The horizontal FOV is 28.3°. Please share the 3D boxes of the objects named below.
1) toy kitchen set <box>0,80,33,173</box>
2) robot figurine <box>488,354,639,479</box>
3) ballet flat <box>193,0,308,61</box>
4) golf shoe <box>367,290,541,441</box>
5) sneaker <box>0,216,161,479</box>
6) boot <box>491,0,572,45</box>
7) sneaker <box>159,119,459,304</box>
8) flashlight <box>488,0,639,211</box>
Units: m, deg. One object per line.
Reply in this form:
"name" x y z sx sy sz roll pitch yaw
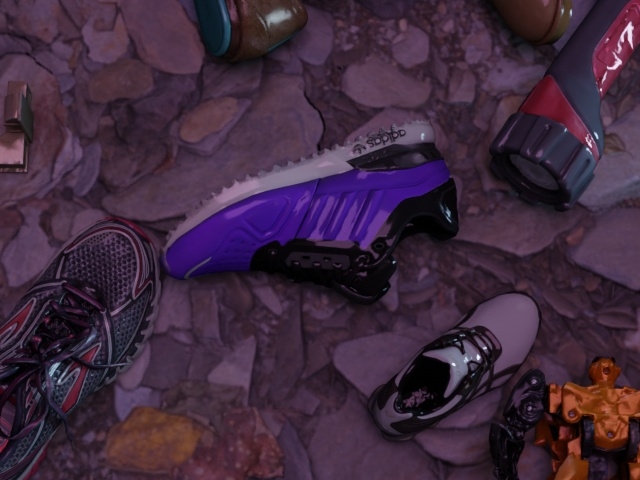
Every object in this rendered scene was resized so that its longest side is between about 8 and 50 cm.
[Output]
"toy kitchen set" -0.317 -0.114 1.211 0.075 0.068 0.083 1 76 -4
"robot figurine" 0.252 0.252 1.158 0.211 0.085 0.291 4 77 -3
"ballet flat" -0.097 -0.344 1.269 0.124 0.116 0.342 -16 79 -27
"golf shoe" 0.135 0.115 1.178 0.198 0.094 0.077 -39 81 -13
"sneaker" -0.243 0.111 1.142 0.121 0.112 0.299 30 76 3
"boot" 0.090 -0.287 1.240 0.269 0.089 0.236 -7 64 -24
"sneaker" 0.000 0.000 1.190 0.293 0.102 0.146 -22 80 -9
"flashlight" 0.286 -0.172 1.255 0.304 0.103 0.103 -52 124 -15
